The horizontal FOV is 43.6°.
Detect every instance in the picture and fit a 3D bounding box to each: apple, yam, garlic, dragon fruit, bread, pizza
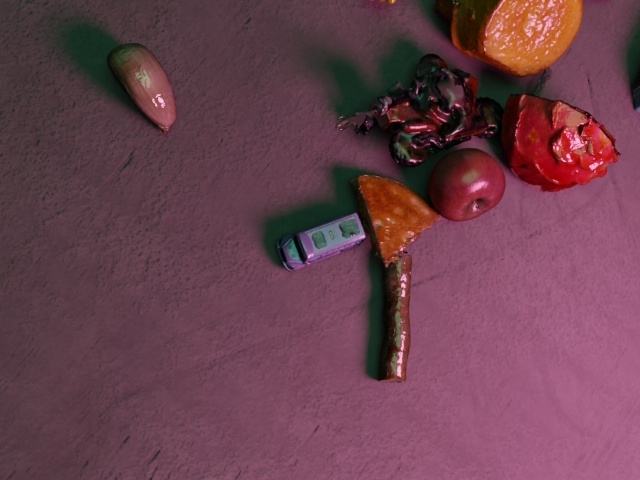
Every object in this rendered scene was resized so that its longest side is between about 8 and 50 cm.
[{"bbox_3d":[0.286,-0.114,1.578,0.153,0.153,0.120,-16,61,-10],"label":"apple"},{"bbox_3d":[0.149,0.154,1.568,0.061,0.061,0.252,4,84,-8],"label":"yam"},{"bbox_3d":[-0.337,-0.302,1.524,0.087,0.101,0.195,-37,90,-13],"label":"garlic"},{"bbox_3d":[0.482,-0.179,1.608,0.262,0.163,0.189,29,112,-21],"label":"dragon fruit"},{"bbox_3d":[0.397,-0.450,1.590,0.268,0.268,0.145,-17,45,-11],"label":"bread"},{"bbox_3d":[0.129,-0.034,1.574,0.201,0.053,0.193,31,56,-9],"label":"pizza"}]

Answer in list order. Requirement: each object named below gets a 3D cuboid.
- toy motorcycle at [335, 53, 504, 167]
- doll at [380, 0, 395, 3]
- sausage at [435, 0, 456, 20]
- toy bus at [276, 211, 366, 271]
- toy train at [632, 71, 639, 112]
[{"bbox_3d":[0.183,-0.252,1.571,0.401,0.134,0.207,-24,87,-25],"label":"toy motorcycle"},{"bbox_3d":[0.165,-0.590,1.641,0.135,0.099,0.241,23,79,-9],"label":"doll"},{"bbox_3d":[0.335,-0.506,1.668,0.198,0.076,0.076,-15,86,-11],"label":"sausage"},{"bbox_3d":[0.000,0.000,1.554,0.167,0.076,0.073,-21,86,-11],"label":"toy bus"},{"bbox_3d":[0.766,-0.342,1.701,0.163,0.112,0.203,27,79,1],"label":"toy train"}]
